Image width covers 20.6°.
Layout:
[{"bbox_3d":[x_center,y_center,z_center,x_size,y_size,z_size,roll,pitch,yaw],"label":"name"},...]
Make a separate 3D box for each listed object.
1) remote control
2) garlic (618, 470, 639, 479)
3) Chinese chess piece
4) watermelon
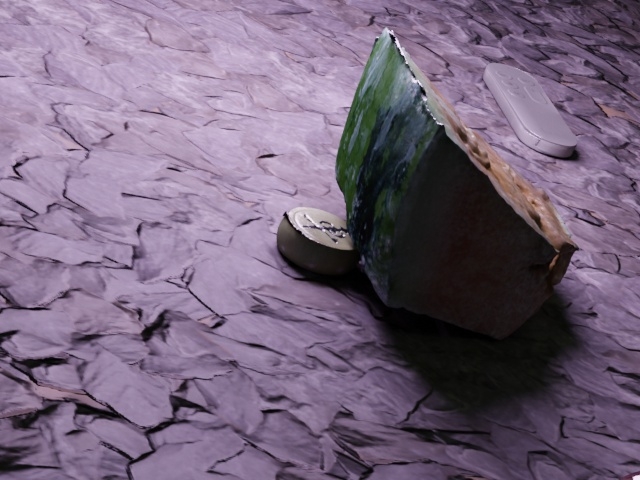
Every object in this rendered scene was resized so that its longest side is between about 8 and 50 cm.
[{"bbox_3d":[0.266,-0.168,2.242,0.077,0.022,0.245,12,25,-17],"label":"remote control"},{"bbox_3d":[0.275,0.231,1.325,0.147,0.102,0.159,35,27,31],"label":"garlic"},{"bbox_3d":[0.000,0.000,1.662,0.084,0.034,0.084,19,24,-9],"label":"Chinese chess piece"},{"bbox_3d":[0.111,-0.033,1.674,0.302,0.151,0.264,45,13,-28],"label":"watermelon"}]
